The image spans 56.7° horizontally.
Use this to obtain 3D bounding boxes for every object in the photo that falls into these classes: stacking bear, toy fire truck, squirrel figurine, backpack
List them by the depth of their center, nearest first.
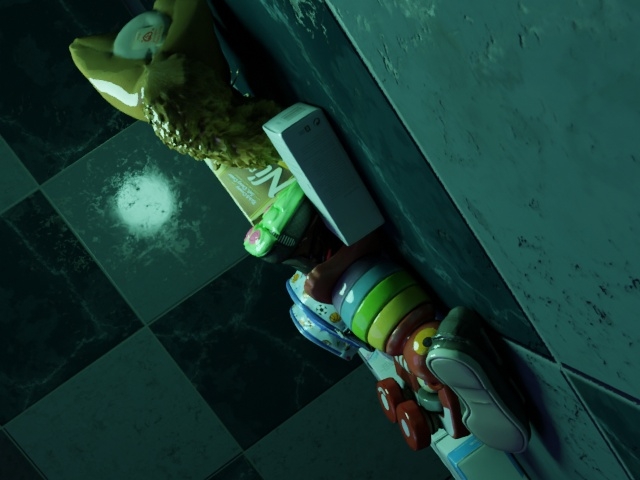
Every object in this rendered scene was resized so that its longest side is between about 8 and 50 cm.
[{"bbox_3d":[0.137,0.135,1.067,0.289,0.175,0.164,42,172,30],"label":"stacking bear"},{"bbox_3d":[-0.229,-0.259,1.188,0.397,0.281,0.370,54,-179,33],"label":"squirrel figurine"},{"bbox_3d":[0.220,0.282,1.283,0.302,0.169,0.253,-148,41,-73],"label":"toy fire truck"},{"bbox_3d":[0.035,0.160,1.540,0.263,0.213,0.276,41,180,-26],"label":"backpack"}]

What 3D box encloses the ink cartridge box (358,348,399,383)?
[{"bbox_3d":[0.175,0.337,2.024,0.306,0.131,0.226,56,174,1],"label":"ink cartridge box"}]

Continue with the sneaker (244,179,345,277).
[{"bbox_3d":[0.000,0.000,1.233,0.202,0.185,0.483,41,-171,13],"label":"sneaker"}]

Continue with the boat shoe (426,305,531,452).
[{"bbox_3d":[0.267,0.231,0.941,0.112,0.095,0.335,0,140,37],"label":"boat shoe"}]

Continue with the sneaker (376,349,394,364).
[{"bbox_3d":[0.240,0.310,1.596,0.262,0.099,0.121,44,164,20],"label":"sneaker"}]

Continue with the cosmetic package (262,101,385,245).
[{"bbox_3d":[0.006,-0.112,0.999,0.231,0.085,0.117,58,174,-25],"label":"cosmetic package"}]

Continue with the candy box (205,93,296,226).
[{"bbox_3d":[-0.156,-0.184,1.400,0.316,0.183,0.087,52,175,26],"label":"candy box"}]

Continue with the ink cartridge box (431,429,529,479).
[{"bbox_3d":[0.408,0.578,1.519,0.223,0.129,0.307,54,174,0],"label":"ink cartridge box"}]
